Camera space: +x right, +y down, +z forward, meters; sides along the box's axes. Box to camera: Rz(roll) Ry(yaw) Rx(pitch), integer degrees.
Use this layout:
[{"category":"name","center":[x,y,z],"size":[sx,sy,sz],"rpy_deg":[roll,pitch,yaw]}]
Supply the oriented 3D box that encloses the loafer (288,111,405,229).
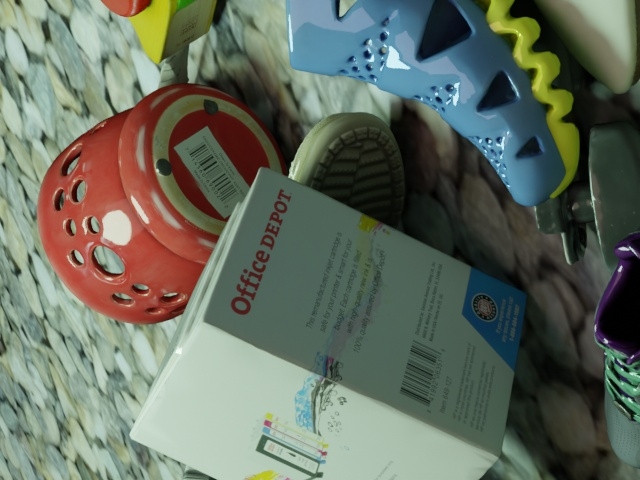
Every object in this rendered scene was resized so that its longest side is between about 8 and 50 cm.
[{"category":"loafer","center":[0.000,0.000,1.207],"size":[0.092,0.102,0.268],"rpy_deg":[-125,35,-44]}]

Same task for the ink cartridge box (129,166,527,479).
[{"category":"ink cartridge box","center":[0.007,0.094,1.088],"size":[0.232,0.171,0.168],"rpy_deg":[26,134,-7]}]

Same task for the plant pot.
[{"category":"plant pot","center":[-0.131,-0.038,1.293],"size":[0.174,0.191,0.191],"rpy_deg":[-29,86,47]}]

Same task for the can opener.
[{"category":"can opener","center":[0.164,-0.114,0.961],"size":[0.093,0.074,0.280],"rpy_deg":[-9,108,20]}]

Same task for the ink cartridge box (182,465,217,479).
[{"category":"ink cartridge box","center":[-0.021,0.258,1.199],"size":[0.197,0.273,0.114],"rpy_deg":[1,118,5]}]

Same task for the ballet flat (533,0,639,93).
[{"category":"ballet flat","center":[0.114,-0.275,0.806],"size":[0.139,0.139,0.400],"rpy_deg":[18,122,47]}]

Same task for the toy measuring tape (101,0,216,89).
[{"category":"toy measuring tape","center":[-0.156,-0.216,1.285],"size":[0.121,0.121,0.330],"rpy_deg":[54,154,16]}]

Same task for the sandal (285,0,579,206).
[{"category":"sandal","center":[0.034,-0.144,0.872],"size":[0.317,0.138,0.126],"rpy_deg":[53,-178,5]}]

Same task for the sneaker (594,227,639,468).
[{"category":"sneaker","center":[0.201,0.069,0.933],"size":[0.083,0.098,0.224],"rpy_deg":[36,136,37]}]
